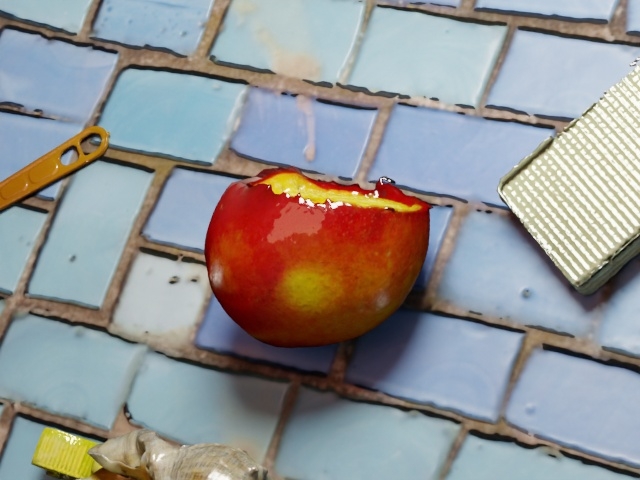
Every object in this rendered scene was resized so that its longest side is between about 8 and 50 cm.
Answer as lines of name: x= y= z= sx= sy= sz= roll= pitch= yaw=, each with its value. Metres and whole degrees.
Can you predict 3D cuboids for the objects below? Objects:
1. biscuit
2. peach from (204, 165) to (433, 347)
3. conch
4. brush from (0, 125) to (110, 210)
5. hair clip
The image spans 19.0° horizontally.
biscuit: x=0.310 y=-0.078 z=1.893 sx=0.252 sy=0.052 sz=0.150 roll=-42 pitch=62 yaw=6
peach: x=0.000 y=0.000 z=1.926 sx=0.226 sy=0.190 sz=0.196 roll=-33 pitch=50 yaw=17
conch: x=-0.150 y=0.272 z=1.893 sx=0.245 sy=0.163 sz=0.178 roll=26 pitch=48 yaw=30
brush: x=-0.377 y=-0.049 z=2.225 sx=0.314 sy=0.017 sz=0.090 roll=-29 pitch=63 yaw=11
hair clip: x=-0.221 y=0.236 z=2.015 sx=0.173 sy=0.046 sz=0.072 roll=13 pitch=79 yaw=27
